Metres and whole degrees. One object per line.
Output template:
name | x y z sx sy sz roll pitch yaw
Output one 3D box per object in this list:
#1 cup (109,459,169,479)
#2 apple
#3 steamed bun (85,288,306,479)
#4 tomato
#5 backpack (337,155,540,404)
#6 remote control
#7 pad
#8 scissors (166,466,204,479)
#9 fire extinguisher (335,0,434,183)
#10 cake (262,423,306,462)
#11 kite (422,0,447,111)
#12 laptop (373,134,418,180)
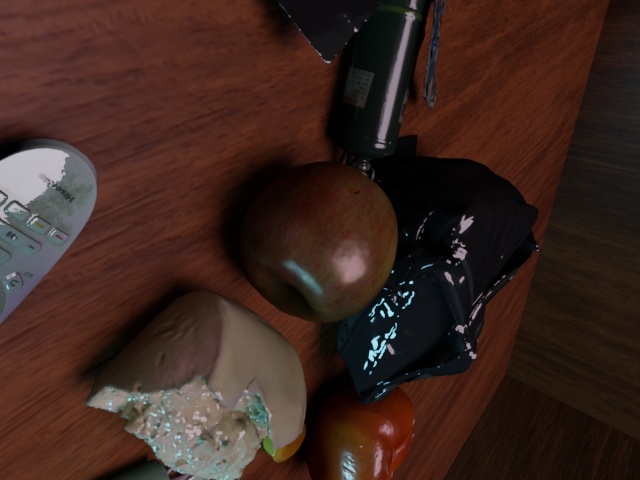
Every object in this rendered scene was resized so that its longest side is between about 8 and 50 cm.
cup | -0.229 0.311 0.532 0.083 0.054 0.075 -9 115 -55
apple | 0.000 0.000 0.545 0.174 0.188 0.188 -54 145 -27
steamed bun | -0.119 0.174 0.501 0.200 0.170 0.225 -54 143 -10
tomato | 0.079 0.399 0.900 0.260 0.180 0.260 -36 139 -38
backpack | 0.188 0.085 0.796 0.363 0.255 0.446 -8 129 -44
remote control | -0.266 0.027 0.319 0.256 0.045 0.097 -52 143 -16
pad | 0.031 -0.331 0.468 0.163 0.004 0.243 45 78 -28
scissors | -0.160 0.336 0.672 0.176 0.022 0.085 -3 109 -50
fire extinguisher | 0.076 -0.195 0.617 0.093 0.118 0.294 5 107 -22
cake | -0.062 0.350 0.798 0.084 0.044 0.084 -29 130 -40
kite | 0.174 -0.314 0.650 0.335 0.011 0.314 79 24 -53
laptop | 0.129 -0.091 0.827 0.135 0.016 0.197 -24 127 -44
